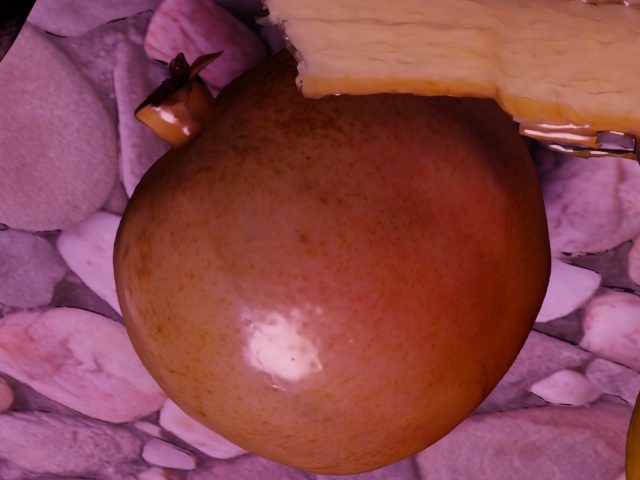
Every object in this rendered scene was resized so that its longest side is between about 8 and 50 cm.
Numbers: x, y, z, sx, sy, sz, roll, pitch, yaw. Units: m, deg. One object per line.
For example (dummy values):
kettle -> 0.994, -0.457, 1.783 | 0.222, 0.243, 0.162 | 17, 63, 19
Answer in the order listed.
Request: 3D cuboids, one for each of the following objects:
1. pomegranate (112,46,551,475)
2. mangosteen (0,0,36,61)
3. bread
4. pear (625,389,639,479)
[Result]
pomegranate -> 0.000, 0.000, 1.343 | 0.319, 0.319, 0.319 | 12, 139, 10
mangosteen -> -0.332, -0.185, 1.272 | 0.288, 0.287, 0.233 | 2, 115, 20
bread -> 0.148, -0.106, 1.079 | 0.315, 0.279, 0.248 | 52, 176, 21
pear -> 0.379, 0.150, 1.273 | 0.362, 0.362, 0.418 | 18, 177, 3
